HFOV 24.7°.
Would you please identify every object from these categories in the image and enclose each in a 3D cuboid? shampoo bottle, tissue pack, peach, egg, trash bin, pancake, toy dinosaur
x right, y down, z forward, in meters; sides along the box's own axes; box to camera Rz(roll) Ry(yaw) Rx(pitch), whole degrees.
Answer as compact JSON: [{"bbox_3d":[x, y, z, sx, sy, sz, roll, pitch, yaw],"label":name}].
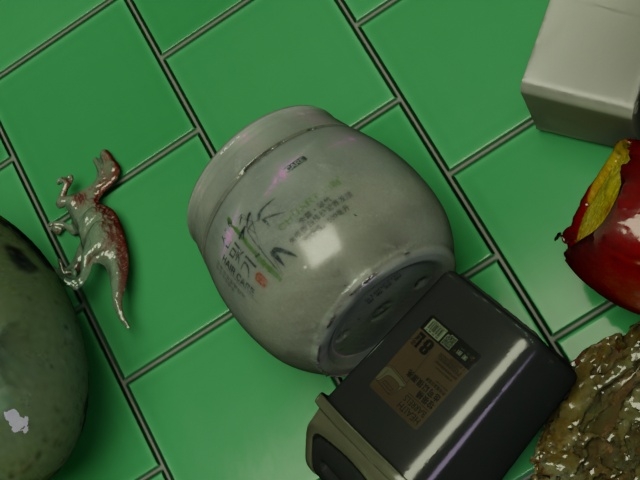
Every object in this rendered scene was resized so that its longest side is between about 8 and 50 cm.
[{"bbox_3d":[0.000,0.000,1.721,0.273,0.273,0.266,-45,62,2],"label":"shampoo bottle"},{"bbox_3d":[0.349,-0.249,1.737,0.136,0.159,0.246,18,80,20],"label":"tissue pack"},{"bbox_3d":[0.356,-0.020,1.642,0.196,0.190,0.226,-25,44,-16],"label":"peach"},{"bbox_3d":[-0.468,0.135,1.803,0.428,0.345,0.345,44,91,12],"label":"egg"},{"bbox_3d":[0.129,0.199,1.656,0.290,0.182,0.209,-49,45,1],"label":"trash bin"},{"bbox_3d":[0.392,0.224,1.567,0.382,0.071,0.382,-24,42,24],"label":"pancake"},{"bbox_3d":[-0.286,0.005,1.931,0.167,0.053,0.242,-40,58,-3],"label":"toy dinosaur"}]
